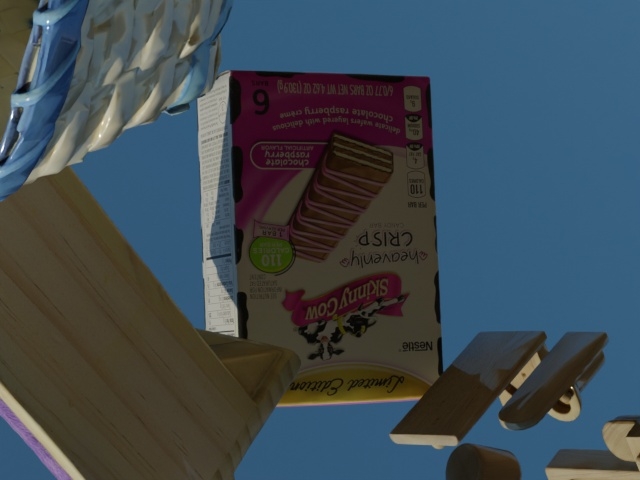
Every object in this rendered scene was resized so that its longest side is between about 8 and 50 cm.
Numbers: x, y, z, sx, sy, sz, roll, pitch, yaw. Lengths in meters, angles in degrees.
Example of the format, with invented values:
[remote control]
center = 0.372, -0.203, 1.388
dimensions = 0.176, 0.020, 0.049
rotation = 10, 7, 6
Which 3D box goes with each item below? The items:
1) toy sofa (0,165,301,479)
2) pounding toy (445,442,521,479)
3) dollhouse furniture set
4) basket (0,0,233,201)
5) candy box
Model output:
[toy sofa]
center = -0.178, 0.024, 0.971
dimensions = 0.177, 0.150, 0.362
rotation = -58, -44, -25
[pounding toy]
center = 0.053, 0.210, 0.949
dimensions = 0.094, 0.181, 0.206
rotation = 18, -106, -29
[dollhouse furniture set]
center = 0.161, 0.157, 1.145
dimensions = 0.123, 0.144, 0.151
rotation = -42, -63, -40
[basket]
center = -0.161, -0.133, 0.636
dimensions = 0.201, 0.254, 0.289
rotation = 35, -149, 26
[candy box]
center = 0.000, 0.000, 1.196
dimensions = 0.159, 0.071, 0.233
rotation = -1, -93, -25
